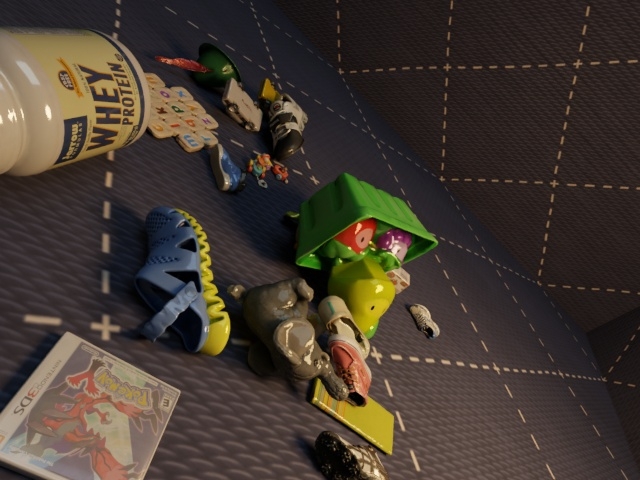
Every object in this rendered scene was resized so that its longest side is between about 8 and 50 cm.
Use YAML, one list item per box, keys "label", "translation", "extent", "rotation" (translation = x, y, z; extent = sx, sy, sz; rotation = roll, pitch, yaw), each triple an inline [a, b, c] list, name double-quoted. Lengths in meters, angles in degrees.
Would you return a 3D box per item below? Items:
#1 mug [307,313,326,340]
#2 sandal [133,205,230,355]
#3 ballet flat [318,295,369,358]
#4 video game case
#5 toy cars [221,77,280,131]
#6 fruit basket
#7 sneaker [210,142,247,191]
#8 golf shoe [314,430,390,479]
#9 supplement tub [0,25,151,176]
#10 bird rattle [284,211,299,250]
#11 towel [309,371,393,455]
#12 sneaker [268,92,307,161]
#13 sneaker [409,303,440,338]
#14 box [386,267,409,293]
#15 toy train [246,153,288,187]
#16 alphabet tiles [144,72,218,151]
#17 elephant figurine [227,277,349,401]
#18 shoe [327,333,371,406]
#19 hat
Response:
- label: "mug"
  translation: [-0.022, 0.203, 0.982]
  extent: [0.078, 0.064, 0.062]
  rotation: [11, 46, -46]
- label: "sandal"
  translation: [-0.276, 0.065, 0.770]
  extent: [0.138, 0.126, 0.317]
  rotation: [3, 50, -46]
- label: "ballet flat"
  translation: [0.065, 0.230, 0.968]
  extent: [0.086, 0.086, 0.248]
  rotation: [-90, 155, -50]
- label: "video game case"
  translation: [-0.320, 0.248, 0.588]
  extent: [0.201, 0.023, 0.183]
  rotation: [37, 32, -18]
- label: "toy cars"
  translation: [-0.235, -0.481, 1.492]
  extent: [0.394, 0.087, 0.176]
  rotation: [-38, 122, -59]
- label: "fruit basket"
  translation: [0.123, 0.058, 1.093]
  extent: [0.392, 0.283, 0.391]
  rotation: [34, 38, -32]
- label: "sneaker"
  translation: [-0.252, -0.200, 1.168]
  extent: [0.085, 0.058, 0.152]
  rotation: [5, 54, -42]
- label: "golf shoe"
  translation: [0.064, 0.435, 0.823]
  extent: [0.198, 0.077, 0.094]
  rotation: [50, 18, -8]
- label: "supplement tub"
  translation: [-0.495, -0.250, 0.741]
  extent: [0.235, 0.235, 0.325]
  rotation: [44, 30, -5]
- label: "bird rattle"
  translation: [0.000, 0.000, 1.243]
  extent: [0.253, 0.143, 0.206]
  rotation: [46, 39, -29]
- label: "towel"
  translation: [0.075, 0.381, 0.944]
  extent: [0.237, 0.021, 0.102]
  rotation: [40, 34, -14]
- label: "sneaker"
  translation: [-0.133, -0.402, 1.458]
  extent: [0.146, 0.123, 0.330]
  rotation: [51, 25, -35]
- label: "sneaker"
  translation: [0.344, 0.270, 1.390]
  extent: [0.135, 0.052, 0.058]
  rotation: [50, 34, 5]
- label: "box"
  translation: [0.167, 0.051, 1.407]
  extent: [0.324, 0.063, 0.067]
  rotation: [40, 29, -12]
- label: "toy train"
  translation: [-0.161, -0.228, 1.333]
  extent: [0.125, 0.046, 0.166]
  rotation: [47, 29, 0]
- label: "alphabet tiles"
  translation: [-0.424, -0.365, 1.183]
  extent: [0.284, 0.021, 0.278]
  rotation: [47, 29, -1]
- label: "elephant figurine"
  translation: [-0.062, 0.206, 0.837]
  extent: [0.169, 0.186, 0.239]
  rotation: [79, -3, -59]
- label: "shoe"
  translation: [0.064, 0.287, 0.912]
  extent: [0.177, 0.064, 0.081]
  rotation: [61, 26, -32]
- label: "hat"
  translation: [-0.400, -0.536, 1.390]
  extent: [0.209, 0.173, 0.183]
  rotation: [38, 65, -4]
